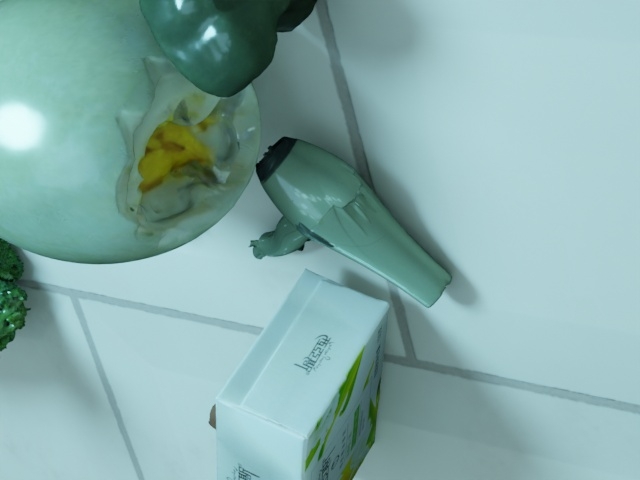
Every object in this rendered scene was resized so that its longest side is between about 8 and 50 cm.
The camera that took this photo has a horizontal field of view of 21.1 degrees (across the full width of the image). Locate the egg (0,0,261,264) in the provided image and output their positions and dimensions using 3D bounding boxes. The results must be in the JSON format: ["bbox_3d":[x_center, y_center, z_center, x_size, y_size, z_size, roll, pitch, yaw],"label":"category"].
[{"bbox_3d":[-0.236,-0.118,1.686,0.336,0.278,0.278,15,132,38],"label":"egg"}]

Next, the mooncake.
[{"bbox_3d":[-0.072,-0.214,1.547,0.168,0.175,0.104,23,146,-36],"label":"mooncake"}]

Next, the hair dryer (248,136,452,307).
[{"bbox_3d":[0.028,0.009,1.739,0.219,0.088,0.225,31,151,11],"label":"hair dryer"}]

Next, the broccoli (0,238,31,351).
[{"bbox_3d":[-0.483,0.105,2.096,0.270,0.270,0.270,-110,17,-46],"label":"broccoli"}]

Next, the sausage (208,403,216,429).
[{"bbox_3d":[-0.049,0.232,2.006,0.186,0.043,0.043,20,134,28],"label":"sausage"}]

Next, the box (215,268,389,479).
[{"bbox_3d":[-0.021,0.190,1.802,0.111,0.194,0.260,24,143,14],"label":"box"}]
